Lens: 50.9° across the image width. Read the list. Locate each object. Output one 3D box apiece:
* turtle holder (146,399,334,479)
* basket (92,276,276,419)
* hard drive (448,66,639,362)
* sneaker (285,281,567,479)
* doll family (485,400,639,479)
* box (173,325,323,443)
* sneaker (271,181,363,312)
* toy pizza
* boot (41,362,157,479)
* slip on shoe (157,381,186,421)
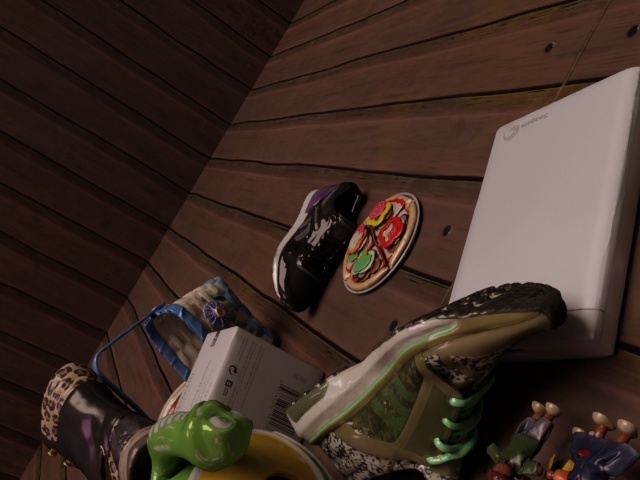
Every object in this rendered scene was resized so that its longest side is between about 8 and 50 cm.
[{"bbox_3d":[-0.081,0.322,0.805,0.227,0.243,0.320,-1,95,34],"label":"turtle holder"},{"bbox_3d":[-0.247,0.222,1.272,0.289,0.255,0.201,-47,9,-32],"label":"basket"},{"bbox_3d":[0.272,-0.024,0.819,0.233,0.047,0.353,-21,42,56],"label":"hard drive"},{"bbox_3d":[0.130,0.183,0.743,0.158,0.182,0.410,-19,-18,-41],"label":"sneaker"},{"bbox_3d":[0.224,0.211,0.576,0.111,0.076,0.193,-46,12,-22],"label":"doll family"},{"bbox_3d":[-0.119,0.261,1.087,0.119,0.182,0.181,-22,42,54],"label":"box"},{"bbox_3d":[0.000,0.000,1.286,0.124,0.107,0.283,-20,43,48],"label":"sneaker"},{"bbox_3d":[0.097,-0.001,1.171,0.201,0.032,0.201,-45,26,29],"label":"toy pizza"},{"bbox_3d":[-0.338,0.403,1.122,0.284,0.138,0.377,26,128,36],"label":"boot"},{"bbox_3d":[-0.284,0.422,1.348,0.101,0.123,0.331,9,60,31],"label":"slip on shoe"}]
